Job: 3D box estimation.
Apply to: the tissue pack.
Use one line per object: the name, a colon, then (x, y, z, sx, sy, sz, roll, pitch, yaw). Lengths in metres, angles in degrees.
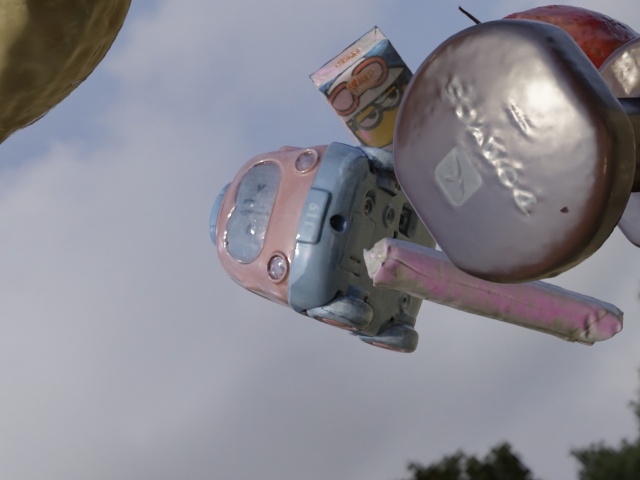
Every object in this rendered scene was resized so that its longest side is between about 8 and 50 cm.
tissue pack: (0.074, -0.185, 2.028, 0.115, 0.065, 0.155, -37, -55, 3)

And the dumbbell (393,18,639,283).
dumbbell: (0.156, -0.052, 0.865, 0.225, 0.140, 0.124, -5, -34, -48)

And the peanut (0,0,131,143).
peanut: (-0.177, -0.188, 0.851, 0.143, 0.159, 0.291, -48, -39, -64)

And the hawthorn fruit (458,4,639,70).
hawthorn fruit: (0.204, -0.129, 1.379, 0.181, 0.235, 0.181, -44, 27, 29)

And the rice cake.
rice cake: (0.171, 0.052, 1.526, 0.049, 0.270, 0.055, 117, 167, -45)

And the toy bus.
toy bus: (0.000, 0.000, 1.757, 0.294, 0.232, 0.197, 27, -104, -61)
